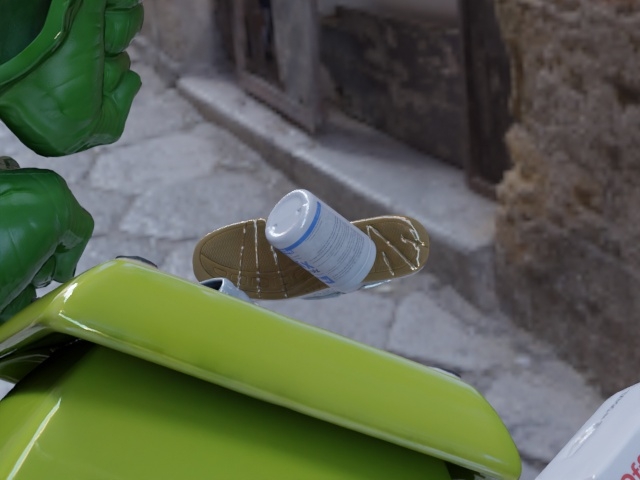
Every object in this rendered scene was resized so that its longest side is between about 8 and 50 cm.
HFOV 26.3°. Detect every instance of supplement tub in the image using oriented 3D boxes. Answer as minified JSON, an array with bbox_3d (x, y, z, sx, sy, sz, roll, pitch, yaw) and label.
[{"bbox_3d":[0.000,0.000,1.465,0.071,0.107,0.071,-34,35,29],"label":"supplement tub"}]

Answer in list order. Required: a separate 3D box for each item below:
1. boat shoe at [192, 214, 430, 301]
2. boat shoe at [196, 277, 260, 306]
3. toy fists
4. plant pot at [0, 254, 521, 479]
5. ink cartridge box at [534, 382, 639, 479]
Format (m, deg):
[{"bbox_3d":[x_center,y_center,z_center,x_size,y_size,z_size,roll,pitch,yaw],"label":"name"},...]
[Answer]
[{"bbox_3d":[-0.008,0.029,1.605,0.277,0.098,0.096,-2,-13,7],"label":"boat shoe"},{"bbox_3d":[-0.152,0.078,1.244,0.227,0.081,0.079,-15,32,34],"label":"boat shoe"},{"bbox_3d":[-0.168,-0.051,0.752,0.096,0.279,0.142,19,3,6],"label":"toy fists"},{"bbox_3d":[-0.061,0.137,0.563,0.228,0.207,0.227,20,-16,-18],"label":"plant pot"},{"bbox_3d":[0.246,0.205,0.902,0.148,0.203,0.086,-38,-1,-41],"label":"ink cartridge box"}]
